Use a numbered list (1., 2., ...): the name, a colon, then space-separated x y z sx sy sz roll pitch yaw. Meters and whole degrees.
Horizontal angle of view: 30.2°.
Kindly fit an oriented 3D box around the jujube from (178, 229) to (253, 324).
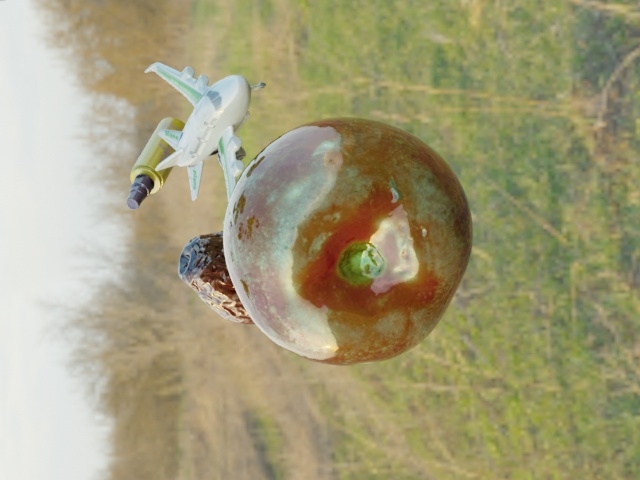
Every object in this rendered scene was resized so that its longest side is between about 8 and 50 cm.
1. jujube: -0.150 0.058 2.095 0.168 0.236 0.168 -17 65 39

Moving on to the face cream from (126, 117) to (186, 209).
1. face cream: -0.370 -0.166 2.642 0.273 0.078 0.078 -69 -10 -46

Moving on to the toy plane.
1. toy plane: -0.148 -0.162 1.640 0.251 0.101 0.255 61 143 9

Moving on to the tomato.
1. tomato: 0.027 -0.006 1.302 0.222 0.270 0.270 -125 35 -68
